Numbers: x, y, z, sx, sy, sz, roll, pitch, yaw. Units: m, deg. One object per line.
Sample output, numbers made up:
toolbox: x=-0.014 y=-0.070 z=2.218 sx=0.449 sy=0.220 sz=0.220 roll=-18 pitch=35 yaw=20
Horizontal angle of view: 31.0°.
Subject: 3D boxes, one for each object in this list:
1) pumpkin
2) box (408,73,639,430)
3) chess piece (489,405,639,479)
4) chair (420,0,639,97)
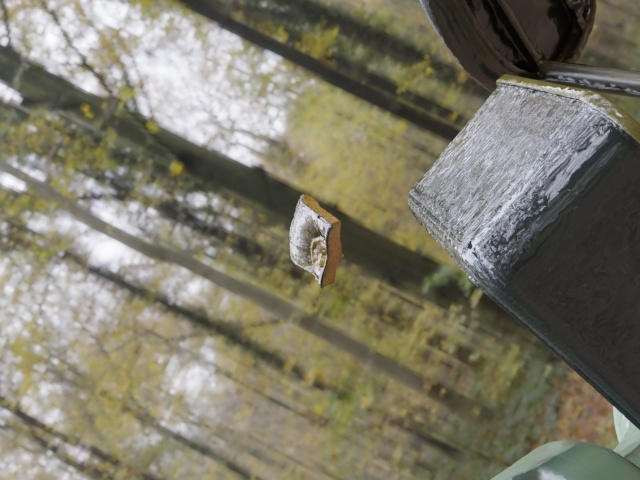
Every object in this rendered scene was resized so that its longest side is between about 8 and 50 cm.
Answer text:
pumpkin: x=0.000 y=-0.002 z=1.112 sx=0.101 sy=0.035 sz=0.073 roll=-132 pitch=39 yaw=-58
box: x=0.124 y=0.004 z=0.545 sx=0.090 sy=0.144 sz=0.201 roll=-48 pitch=11 yaw=5
chess piece: x=0.210 y=0.149 z=0.696 sx=0.299 sy=0.194 sz=0.195 roll=-19 pitch=-40 yaw=-43
chair: x=0.308 y=-0.292 z=0.925 sx=0.364 sy=0.410 sz=0.362 roll=46 pitch=-127 yaw=-37
